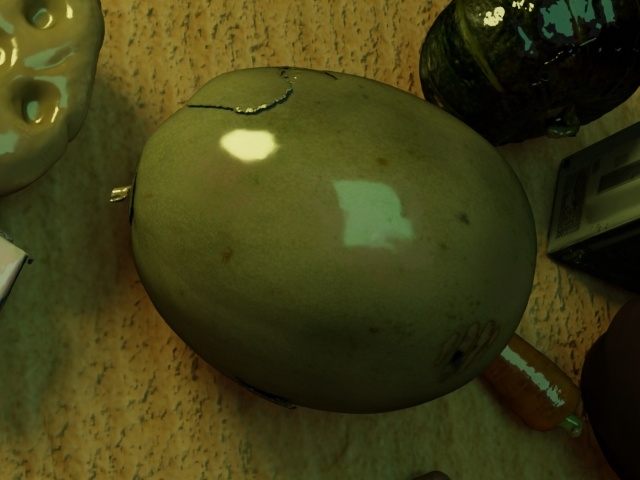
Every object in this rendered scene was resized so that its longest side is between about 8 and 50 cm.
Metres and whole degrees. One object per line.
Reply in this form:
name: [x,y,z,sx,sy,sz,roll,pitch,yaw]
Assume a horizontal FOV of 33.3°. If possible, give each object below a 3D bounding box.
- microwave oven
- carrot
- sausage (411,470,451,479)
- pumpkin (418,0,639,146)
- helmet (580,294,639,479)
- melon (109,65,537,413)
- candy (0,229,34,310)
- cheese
microwave oven: [0.342,-0.033,1.045,0.162,0.208,0.122,21,68,-19]
carrot: [0.151,0.093,1.015,0.256,0.061,0.061,42,62,1]
sausage: [0.048,0.257,0.919,0.177,0.040,0.047,-32,97,-29]
pumpkin: [0.211,-0.175,1.013,0.238,0.238,0.159,-23,83,-29]
helmet: [0.368,0.175,1.018,0.225,0.177,0.305,-43,106,-39]
melon: [0.000,0.000,0.843,0.330,0.268,0.268,18,68,-10]
candy: [-0.308,0.013,0.803,0.160,0.073,0.092,31,69,-15]
cheese: [-0.275,-0.144,0.838,0.218,0.117,0.235,-20,84,-30]
